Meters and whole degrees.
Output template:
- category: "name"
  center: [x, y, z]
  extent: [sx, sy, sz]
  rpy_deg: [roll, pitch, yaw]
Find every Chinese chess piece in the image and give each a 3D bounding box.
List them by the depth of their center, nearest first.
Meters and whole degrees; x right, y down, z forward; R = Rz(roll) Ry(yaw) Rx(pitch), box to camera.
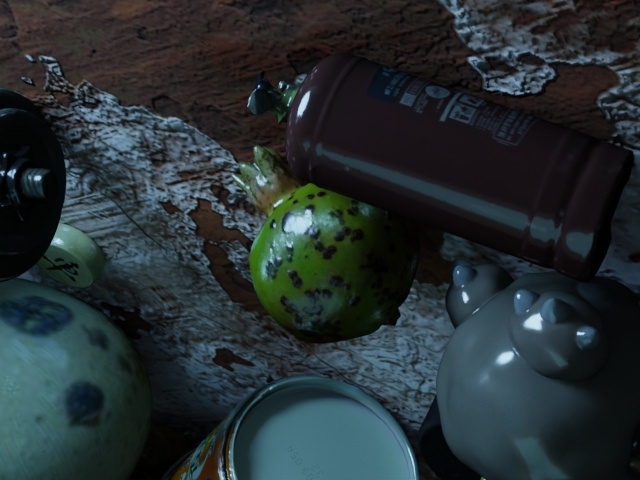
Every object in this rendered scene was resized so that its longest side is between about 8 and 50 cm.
- category: "Chinese chess piece"
  center: [-0.279, 0.017, 1.993]
  extent: [0.084, 0.034, 0.084]
  rpy_deg: [20, 148, 13]

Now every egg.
- category: "egg"
  center: [-0.398, 0.206, 2.063]
  extent: [0.428, 0.345, 0.345]
  rpy_deg: [-19, 130, 19]

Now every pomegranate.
- category: "pomegranate"
  center: [0.000, 0.000, 1.637]
  extent: [0.205, 0.159, 0.159]
  rpy_deg: [50, 153, 15]

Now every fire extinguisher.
- category: "fire extinguisher"
  center: [0.083, -0.075, 1.485]
  extent: [0.337, 0.114, 0.135]
  rpy_deg: [20, -167, 14]

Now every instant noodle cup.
- category: "instant noodle cup"
  center: [-0.028, 0.298, 1.980]
  extent: [0.296, 0.296, 0.214]
  rpy_deg: [30, 142, -1]

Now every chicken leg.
- category: "chicken leg"
  center: [-0.157, 0.281, 2.251]
  extent: [0.251, 0.087, 0.107]
  rpy_deg: [8, 165, 21]

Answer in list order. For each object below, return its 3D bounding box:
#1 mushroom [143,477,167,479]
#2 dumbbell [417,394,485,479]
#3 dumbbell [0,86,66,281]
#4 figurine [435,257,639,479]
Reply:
- category: "mushroom"
  center: [-0.206, 0.413, 2.169]
  extent: [0.233, 0.208, 0.302]
  rpy_deg: [5, 128, -33]
- category: "dumbbell"
  center: [0.153, 0.306, 1.776]
  extent: [0.203, 0.322, 0.204]
  rpy_deg: [21, 148, 14]
- category: "dumbbell"
  center: [-0.375, -0.060, 1.807]
  extent: [0.290, 0.192, 0.192]
  rpy_deg: [4, 141, 35]
- category: "figurine"
  center: [0.236, 0.184, 1.587]
  extent: [0.381, 0.203, 0.248]
  rpy_deg: [57, 173, -18]
